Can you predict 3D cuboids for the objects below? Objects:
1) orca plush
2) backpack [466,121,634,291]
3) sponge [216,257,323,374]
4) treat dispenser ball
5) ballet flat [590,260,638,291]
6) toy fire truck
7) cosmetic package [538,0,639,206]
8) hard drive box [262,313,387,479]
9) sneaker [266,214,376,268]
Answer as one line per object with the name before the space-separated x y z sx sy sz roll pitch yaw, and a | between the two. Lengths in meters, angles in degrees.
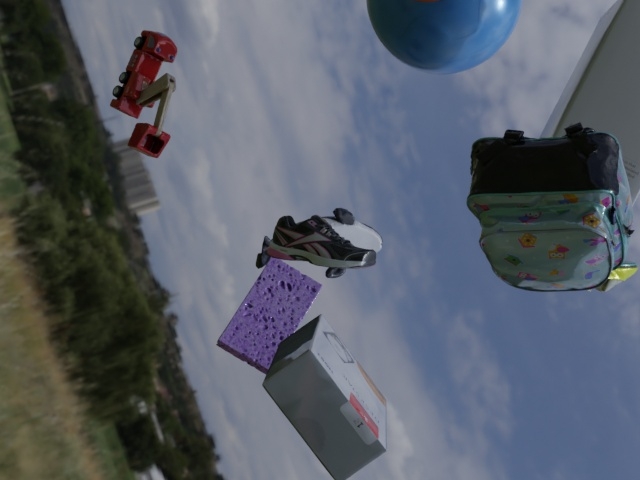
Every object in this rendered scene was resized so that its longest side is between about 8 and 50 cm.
orca plush | -0.013 0.008 2.131 0.102 0.287 0.151 25 -50 60
backpack | 0.255 -0.023 1.066 0.188 0.166 0.144 43 47 -57
sponge | -0.095 0.140 1.859 0.117 0.210 0.031 32 -29 -1
treat dispenser ball | 0.229 -0.453 1.822 0.288 0.288 0.288 161 -90 -77
ballet flat | 0.612 0.075 2.175 0.077 0.231 0.077 15 -83 53
toy fire truck | -0.266 -0.234 1.539 0.135 0.192 0.047 21 -4 45
cosmetic package | 0.425 -0.164 1.470 0.155 0.365 0.197 26 0 3
hard drive box | 0.013 0.227 1.456 0.181 0.089 0.232 53 8 -5
sneaker | 0.000 0.000 1.512 0.072 0.178 0.077 2 96 -69
